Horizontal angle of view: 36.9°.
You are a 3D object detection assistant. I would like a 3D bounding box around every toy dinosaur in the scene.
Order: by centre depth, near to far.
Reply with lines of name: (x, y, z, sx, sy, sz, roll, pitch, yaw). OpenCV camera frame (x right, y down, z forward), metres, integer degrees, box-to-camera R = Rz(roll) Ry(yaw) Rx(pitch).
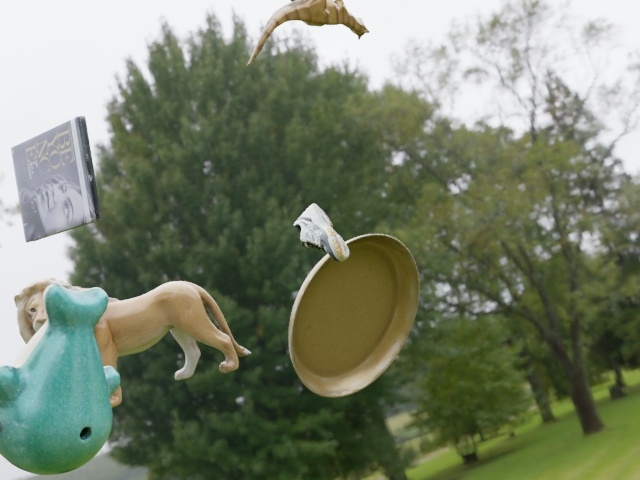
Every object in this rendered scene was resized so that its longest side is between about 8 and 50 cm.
toy dinosaur: (-0.014, -0.271, 1.115, 0.211, 0.112, 0.064, -14, -16, -45)

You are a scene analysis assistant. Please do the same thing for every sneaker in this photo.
sneaker: (0.000, 0.000, 0.965, 0.037, 0.083, 0.032, -39, -49, 7)

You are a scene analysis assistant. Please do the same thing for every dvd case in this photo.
dvd case: (-0.428, -0.094, 1.539, 0.221, 0.164, 0.018, -12, -4, 44)

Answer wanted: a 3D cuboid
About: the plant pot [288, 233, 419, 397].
plant pot: (0.042, 0.100, 1.309, 0.236, 0.236, 0.032, -11, 25, -41)

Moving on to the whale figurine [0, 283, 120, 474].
whale figurine: (-0.359, 0.202, 1.357, 0.141, 0.272, 0.216, 19, 4, 40)

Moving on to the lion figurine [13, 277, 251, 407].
lion figurine: (-0.323, 0.150, 1.684, 0.392, 0.240, 0.142, -14, 2, -28)
